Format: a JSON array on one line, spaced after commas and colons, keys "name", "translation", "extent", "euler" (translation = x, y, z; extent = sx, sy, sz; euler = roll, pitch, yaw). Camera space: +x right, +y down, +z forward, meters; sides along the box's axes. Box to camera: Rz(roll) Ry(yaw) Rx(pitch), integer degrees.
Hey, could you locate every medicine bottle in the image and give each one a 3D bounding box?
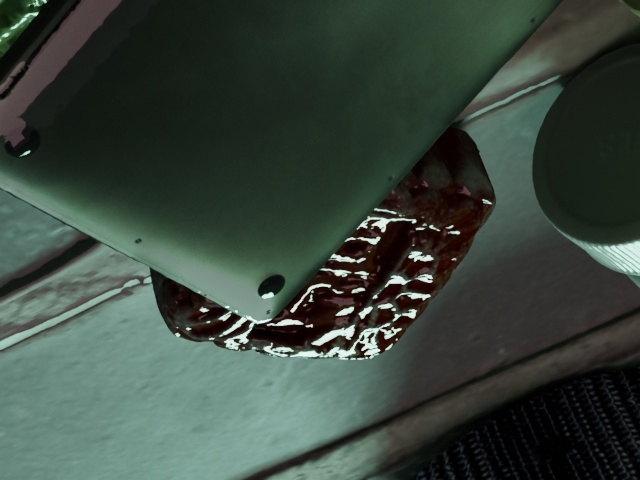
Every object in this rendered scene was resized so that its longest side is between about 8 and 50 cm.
[{"name": "medicine bottle", "translation": [0.188, -0.015, 0.697], "extent": [0.105, 0.105, 0.168], "euler": [-38, 137, 23]}]

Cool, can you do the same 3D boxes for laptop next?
[{"name": "laptop", "translation": [0.008, -0.093, 0.550], "extent": [0.269, 0.015, 0.187], "euler": [-48, 136, 9]}]

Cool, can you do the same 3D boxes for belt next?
[{"name": "belt", "translation": [0.205, 0.196, 0.942], "extent": [0.324, 0.122, 0.260], "euler": [-6, 135, -16]}]

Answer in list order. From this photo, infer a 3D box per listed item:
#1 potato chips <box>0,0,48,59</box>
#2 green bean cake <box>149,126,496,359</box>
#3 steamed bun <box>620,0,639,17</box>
[{"name": "potato chips", "translation": [-0.174, -0.054, 0.573], "extent": [0.207, 0.028, 0.092], "euler": [-39, 138, 27]}, {"name": "green bean cake", "translation": [0.000, 0.000, 0.682], "extent": [0.135, 0.056, 0.135], "euler": [9, 136, -29]}, {"name": "steamed bun", "translation": [0.237, -0.055, 0.510], "extent": [0.137, 0.292, 0.295], "euler": [-43, 147, 23]}]
